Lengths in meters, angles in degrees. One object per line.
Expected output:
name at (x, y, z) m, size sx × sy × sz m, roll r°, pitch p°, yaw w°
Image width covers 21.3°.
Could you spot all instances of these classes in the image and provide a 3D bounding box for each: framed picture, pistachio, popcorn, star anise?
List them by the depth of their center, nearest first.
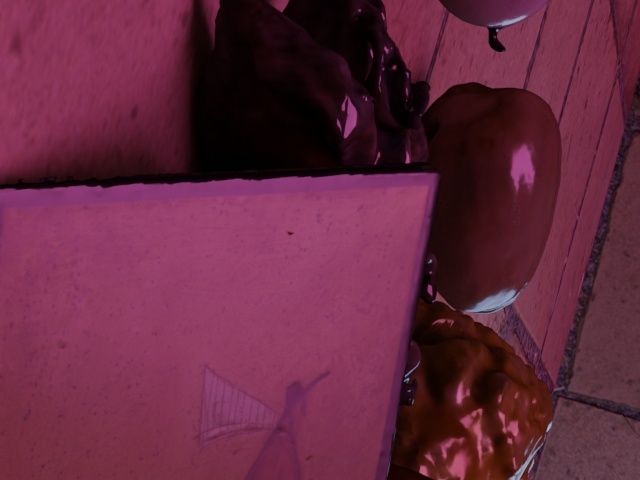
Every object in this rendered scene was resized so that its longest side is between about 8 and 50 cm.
framed picture at (-0.064, 0.129, 0.809) m, size 0.255 × 0.014 × 0.338 m, roll -4°, pitch 111°, yaw -40°
star anise at (-0.001, 0.001, 0.948) m, size 0.332 × 0.118 × 0.331 m, roll 0°, pitch 90°, yaw -72°
popcorn at (0.064, 0.153, 1.245) m, size 0.256 × 0.195 × 0.255 m, roll -54°, pitch 144°, yaw -57°
pistachio at (0.132, -0.036, 1.401) m, size 0.129 × 0.131 × 0.206 m, roll -101°, pitch -171°, yaw -52°

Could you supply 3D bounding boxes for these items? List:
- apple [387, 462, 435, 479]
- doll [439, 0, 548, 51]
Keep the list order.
apple at (0.009, 0.251, 1.033) m, size 0.207 × 0.237 × 0.237 m, roll -27°, pitch 131°, yaw -54°
doll at (0.069, -0.220, 0.932) m, size 0.271 × 0.144 × 0.208 m, roll 4°, pitch 84°, yaw -58°
